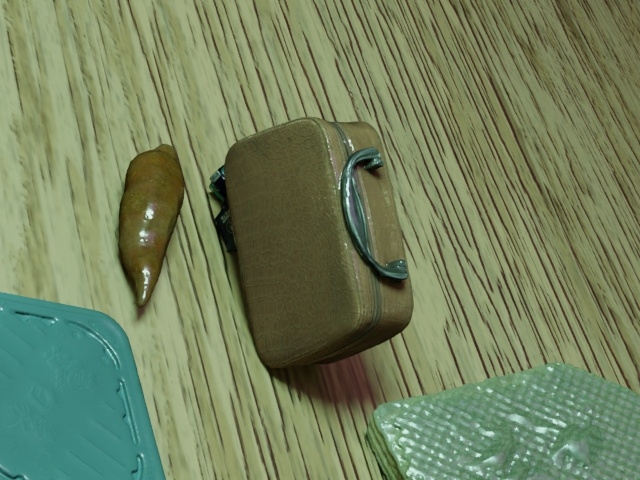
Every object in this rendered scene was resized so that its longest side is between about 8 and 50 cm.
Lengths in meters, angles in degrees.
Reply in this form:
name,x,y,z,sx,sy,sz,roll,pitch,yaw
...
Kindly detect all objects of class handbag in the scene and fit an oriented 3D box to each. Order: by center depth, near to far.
name,x,y,z,sx,sy,sz,roll,pitch,yaw
handbag,0.000,0.000,1.269,0.072,0.151,0.193,2,75,-43

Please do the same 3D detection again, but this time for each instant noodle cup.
name,x,y,z,sx,sy,sz,roll,pitch,yaw
instant noodle cup,-0.193,0.124,1.050,0.157,0.070,0.179,13,42,-36

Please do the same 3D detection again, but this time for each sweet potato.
name,x,y,z,sx,sy,sz,roll,pitch,yaw
sweet potato,-0.140,-0.015,1.277,0.056,0.056,0.195,26,41,-20

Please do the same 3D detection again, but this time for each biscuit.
name,x,y,z,sx,sy,sz,roll,pitch,yaw
biscuit,0.178,0.176,1.284,0.252,0.052,0.150,-10,55,-21

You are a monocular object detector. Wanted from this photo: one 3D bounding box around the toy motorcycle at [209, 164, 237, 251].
name,x,y,z,sx,sy,sz,roll,pitch,yaw
toy motorcycle,-0.026,-0.040,1.412,0.173,0.058,0.100,-4,60,-44
